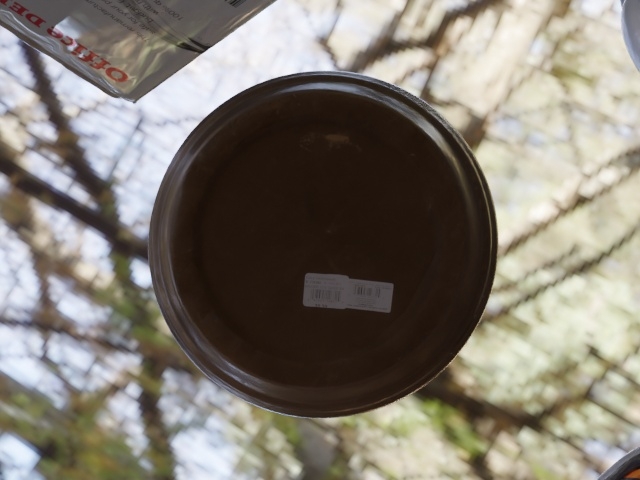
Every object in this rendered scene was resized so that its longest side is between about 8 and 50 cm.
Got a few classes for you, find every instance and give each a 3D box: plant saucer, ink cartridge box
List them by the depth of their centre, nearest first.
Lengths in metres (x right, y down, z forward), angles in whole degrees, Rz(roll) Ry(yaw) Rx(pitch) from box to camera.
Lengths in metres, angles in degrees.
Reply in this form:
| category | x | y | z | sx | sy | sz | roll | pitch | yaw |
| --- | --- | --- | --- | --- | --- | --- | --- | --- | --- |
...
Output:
| category | x | y | z | sx | sy | sz | roll | pitch | yaw |
| --- | --- | --- | --- | --- | --- | --- | --- | --- | --- |
| plant saucer | 0.000 | 0.000 | 1.436 | 0.278 | 0.278 | 0.041 | -59 | -7 | -3 |
| ink cartridge box | -0.148 | -0.270 | 1.514 | 0.223 | 0.307 | 0.129 | 33 | -127 | -24 |

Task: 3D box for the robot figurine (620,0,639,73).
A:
| category | x | y | z | sx | sy | sz | roll | pitch | yaw |
| --- | --- | --- | --- | --- | --- | --- | --- | --- | --- |
| robot figurine | 0.332 | -0.239 | 1.432 | 0.300 | 0.200 | 0.353 | 104 | 170 | -62 |

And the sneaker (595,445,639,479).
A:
| category | x | y | z | sx | sy | sz | roll | pitch | yaw |
| --- | --- | --- | --- | --- | --- | --- | --- | --- | --- |
| sneaker | 0.372 | 0.248 | 1.594 | 0.180 | 0.321 | 0.124 | -81 | -32 | -63 |
